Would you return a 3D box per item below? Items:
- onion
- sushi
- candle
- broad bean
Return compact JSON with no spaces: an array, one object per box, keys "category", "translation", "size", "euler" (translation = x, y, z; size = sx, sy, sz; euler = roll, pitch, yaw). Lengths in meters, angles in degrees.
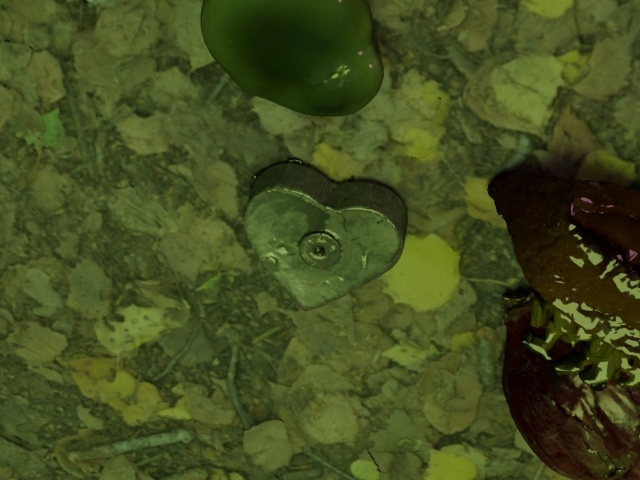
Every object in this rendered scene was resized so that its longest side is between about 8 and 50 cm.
[{"category":"onion","translation":[0.297,0.185,1.612],"size":[0.283,0.120,0.227],"euler":[48,135,-7]},{"category":"sushi","translation":[0.313,0.042,1.495],"size":[0.296,0.166,0.179],"euler":[31,138,-9]},{"category":"candle","translation":[0.000,0.000,1.581],"size":[0.192,0.068,0.168],"euler":[14,124,3]},{"category":"broad bean","translation":[-0.027,-0.211,1.403],"size":[0.169,0.100,0.228],"euler":[-20,135,11]}]
